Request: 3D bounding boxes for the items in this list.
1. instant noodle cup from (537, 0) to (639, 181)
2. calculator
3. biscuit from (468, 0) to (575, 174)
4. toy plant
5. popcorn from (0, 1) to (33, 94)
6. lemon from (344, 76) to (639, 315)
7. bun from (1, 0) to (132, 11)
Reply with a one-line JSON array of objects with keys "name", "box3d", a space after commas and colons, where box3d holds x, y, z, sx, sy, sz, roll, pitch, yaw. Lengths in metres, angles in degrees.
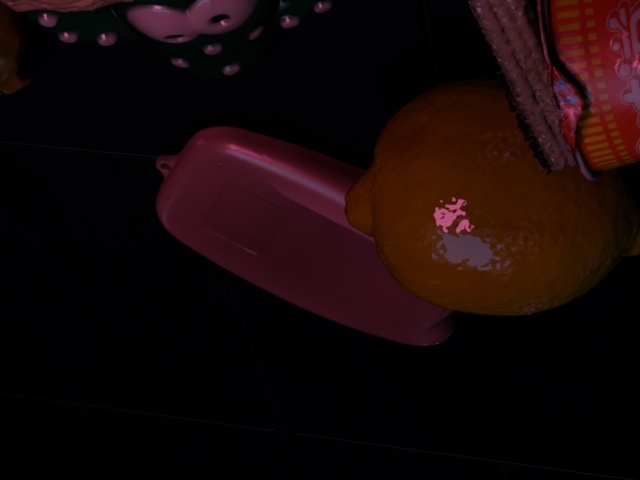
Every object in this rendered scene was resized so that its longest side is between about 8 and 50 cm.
[{"name": "instant noodle cup", "box3d": [0.266, -0.143, 1.176, 0.212, 0.193, 0.193, -8, 141, 20]}, {"name": "calculator", "box3d": [0.000, 0.000, 1.620, 0.329, 0.048, 0.220, 24, 148, -9]}, {"name": "biscuit", "box3d": [0.118, -0.170, 1.224, 0.046, 0.147, 0.250, -24, 136, 9]}, {"name": "toy plant", "box3d": [-0.094, -0.195, 1.284, 0.232, 0.113, 0.243, -23, 154, 31]}, {"name": "popcorn", "box3d": [-0.390, -0.167, 1.335, 0.274, 0.279, 0.335, -34, 111, 29]}, {"name": "lemon", "box3d": [0.143, -0.033, 1.382, 0.248, 0.184, 0.184, 3, 147, 0]}, {"name": "bun", "box3d": [-0.049, -0.275, 0.990, 0.364, 0.364, 0.202, -20, 99, 43]}]
